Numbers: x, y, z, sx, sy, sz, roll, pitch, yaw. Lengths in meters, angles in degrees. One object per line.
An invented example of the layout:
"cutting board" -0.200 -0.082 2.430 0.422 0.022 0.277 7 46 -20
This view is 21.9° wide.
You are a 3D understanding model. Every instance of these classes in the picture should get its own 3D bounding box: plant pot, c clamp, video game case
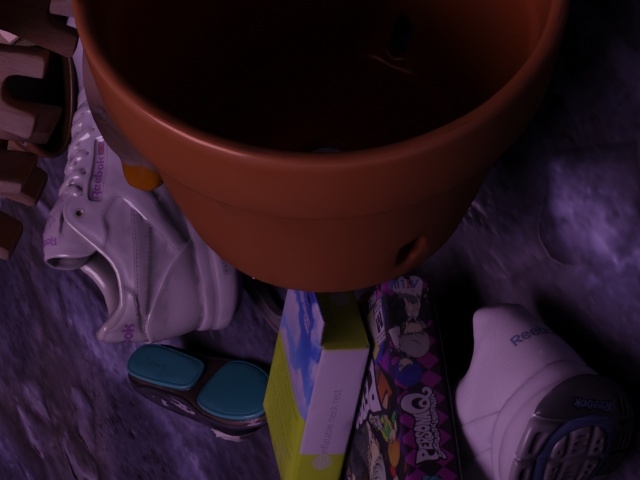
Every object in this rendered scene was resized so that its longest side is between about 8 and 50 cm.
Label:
"plant pot" 0.001 -0.104 1.037 0.291 0.291 0.203 48 159 27
"c clamp" -0.051 0.000 1.377 0.160 0.022 0.137 57 145 17
"video game case" 0.046 0.164 1.214 0.232 0.042 0.210 121 145 -63

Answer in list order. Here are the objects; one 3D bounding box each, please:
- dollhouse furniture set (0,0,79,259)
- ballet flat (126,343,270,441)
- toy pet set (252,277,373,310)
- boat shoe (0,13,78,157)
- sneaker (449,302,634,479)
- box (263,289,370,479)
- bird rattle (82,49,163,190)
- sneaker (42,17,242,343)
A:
"dollhouse furniture set" -0.226 -0.165 1.104 0.135 0.259 0.262 15 121 -3
"ballet flat" -0.092 0.141 1.487 0.203 0.074 0.074 13 119 45
"toy pet set" 0.000 0.000 1.291 0.114 0.065 0.122 -15 101 20
"boat shoe" -0.276 -0.217 1.498 0.120 0.122 0.324 30 140 36
"sneaker" 0.131 0.167 1.169 0.129 0.111 0.297 60 146 41
"box" -0.004 0.095 1.231 0.109 0.042 0.178 -107 23 -50
"bird rattle" -0.089 -0.149 1.198 0.143 0.207 0.253 18 134 28
"sneaker" -0.173 -0.058 1.383 0.305 0.152 0.114 70 159 10
